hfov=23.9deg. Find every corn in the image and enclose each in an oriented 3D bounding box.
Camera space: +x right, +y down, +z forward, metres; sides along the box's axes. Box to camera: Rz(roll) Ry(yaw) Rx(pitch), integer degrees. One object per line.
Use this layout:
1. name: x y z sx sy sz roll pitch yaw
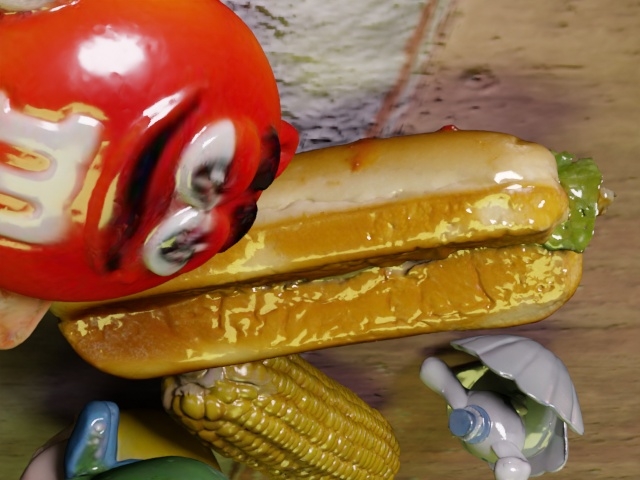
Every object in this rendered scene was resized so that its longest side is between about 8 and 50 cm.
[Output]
1. corn: -0.019 0.096 0.810 0.068 0.068 0.207 -17 149 21

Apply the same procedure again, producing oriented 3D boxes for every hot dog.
1. hot dog: 0.000 0.000 0.642 0.250 0.076 0.104 -13 138 14

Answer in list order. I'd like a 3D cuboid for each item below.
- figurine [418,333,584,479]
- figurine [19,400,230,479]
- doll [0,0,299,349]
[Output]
1. figurine: 0.095 0.089 0.811 0.082 0.094 0.086 -59 163 12
2. figurine: -0.124 0.170 0.787 0.127 0.185 0.234 46 169 -18
3. doll: -0.099 -0.032 0.529 0.217 0.085 0.183 16 118 -37
